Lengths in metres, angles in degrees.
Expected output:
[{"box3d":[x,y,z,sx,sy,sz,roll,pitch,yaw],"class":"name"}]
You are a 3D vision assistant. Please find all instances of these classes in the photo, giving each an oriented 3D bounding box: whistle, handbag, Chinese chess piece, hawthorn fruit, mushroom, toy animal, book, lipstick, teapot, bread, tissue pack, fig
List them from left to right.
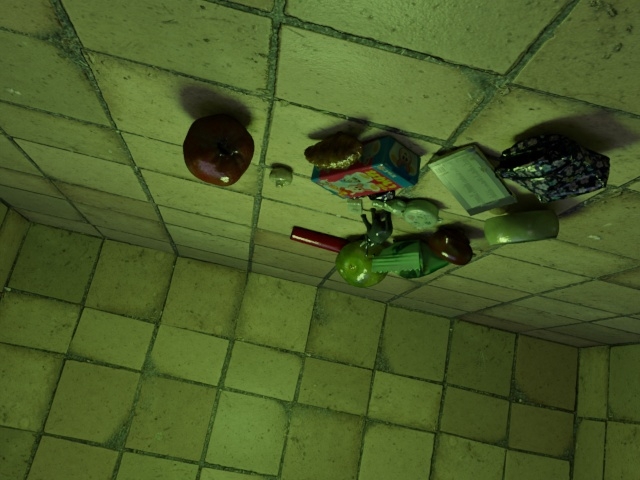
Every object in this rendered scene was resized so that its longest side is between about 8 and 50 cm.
[{"box3d":[-0.309,-0.259,1.575,0.211,0.210,0.262,17,171,-18],"class":"hawthorn fruit"},{"box3d":[-0.136,-0.216,1.835,0.084,0.067,0.083,5,167,1],"class":"mushroom"},{"box3d":[0.000,0.001,2.484,0.280,0.073,0.073,15,164,-9],"class":"lipstick"},{"box3d":[0.047,-0.251,1.516,0.233,0.104,0.076,4,158,47],"class":"bread"},{"box3d":[0.130,-0.129,2.020,0.056,0.023,0.108,8,164,10],"class":"tissue pack"},{"box3d":[0.225,0.077,2.439,0.233,0.314,0.233,31,141,29],"class":"fig"},{"box3d":[0.205,-0.041,2.048,0.082,0.137,0.269,-3,160,-17],"class":"toy animal"},{"box3d":[0.311,-0.110,1.888,0.258,0.067,0.126,15,151,4],"class":"whistle"},{"box3d":[0.527,0.014,2.071,0.178,0.135,0.252,41,-160,29],"class":"teapot"},{"box3d":[0.434,-0.169,1.515,0.231,0.026,0.158,43,144,-24],"class":"book"},{"box3d":[0.651,-0.039,1.720,0.238,0.092,0.238,-7,176,-1],"class":"Chinese chess piece"},{"box3d":[0.571,-0.184,1.325,0.208,0.126,0.229,26,160,-24],"class":"handbag"}]

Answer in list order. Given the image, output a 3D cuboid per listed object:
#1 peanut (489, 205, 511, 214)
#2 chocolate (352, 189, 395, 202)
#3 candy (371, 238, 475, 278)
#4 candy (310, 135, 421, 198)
[{"box3d":[0.515,-0.128,1.644,0.193,0.089,0.089,20,162,-25],"class":"peanut"},{"box3d":[0.181,-0.157,1.821,0.147,0.070,0.072,14,169,9],"class":"chocolate"},{"box3d":[0.450,0.087,2.301,0.398,0.171,0.263,8,174,-37],"class":"candy"},{"box3d":[0.132,-0.213,1.599,0.157,0.100,0.306,26,160,-38],"class":"candy"}]
